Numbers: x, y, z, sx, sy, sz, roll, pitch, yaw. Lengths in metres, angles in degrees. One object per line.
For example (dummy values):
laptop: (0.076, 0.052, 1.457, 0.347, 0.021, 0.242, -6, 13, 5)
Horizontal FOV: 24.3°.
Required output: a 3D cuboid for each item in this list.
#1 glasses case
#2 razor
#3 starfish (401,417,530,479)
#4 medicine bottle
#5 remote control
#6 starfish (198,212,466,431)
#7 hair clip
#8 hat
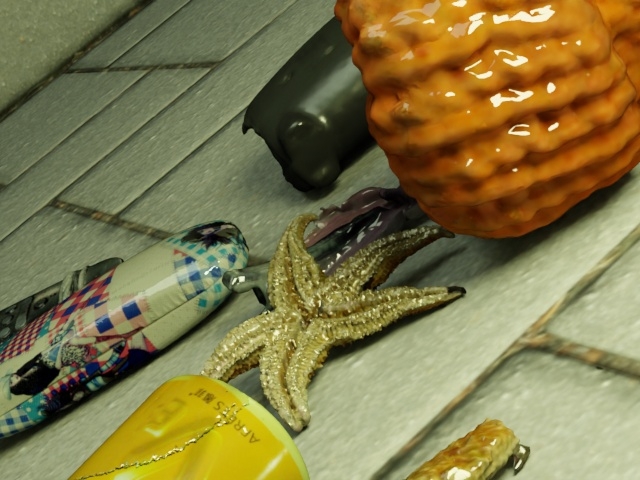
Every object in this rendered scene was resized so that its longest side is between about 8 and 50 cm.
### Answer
glasses case: (-0.207, 0.085, 1.382, 0.327, 0.076, 0.125, -32, 18, 11)
razor: (0.076, -0.192, 1.495, 0.349, 0.113, 0.204, -37, 21, -2)
starfish: (-0.042, 0.243, 0.669, 0.384, 0.132, 0.398, -40, 15, 4)
medicine bottle: (-0.119, 0.190, 0.877, 0.124, 0.124, 0.239, -16, 21, 46)
remote control: (-0.305, 0.099, 1.565, 0.266, 0.066, 0.090, -27, 34, 15)
starfish: (0.001, 0.053, 1.128, 0.227, 0.043, 0.240, -20, 38, 9)
hair clip: (0.004, 0.007, 1.259, 0.187, 0.056, 0.146, -33, 16, -20)
hat: (0.212, -0.170, 1.030, 0.400, 0.285, 0.285, -19, 23, 15)
